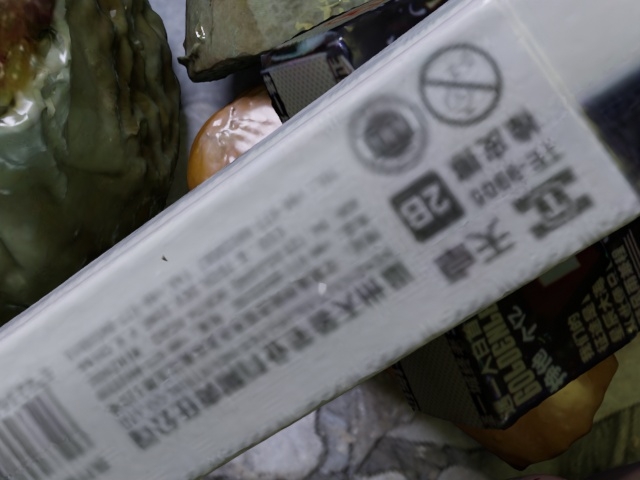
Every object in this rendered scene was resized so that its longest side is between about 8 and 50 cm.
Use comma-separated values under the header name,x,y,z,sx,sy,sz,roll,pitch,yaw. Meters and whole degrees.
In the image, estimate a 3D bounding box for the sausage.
name,x,y,z,sx,sy,sz,roll,pitch,yaw
sausage,0.044,0.016,0.719,0.270,0.109,0.109,40,73,-9

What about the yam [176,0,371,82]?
name,x,y,z,sx,sy,sz,roll,pitch,yaw
yam,0.000,-0.237,0.720,0.168,0.168,0.304,1,86,-15

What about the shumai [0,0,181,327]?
name,x,y,z,sx,sy,sz,roll,pitch,yaw
shumai,-0.164,-0.078,0.633,0.189,0.218,0.255,12,77,-3

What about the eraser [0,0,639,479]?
name,x,y,z,sx,sy,sz,roll,pitch,yaw
eraser,0.000,0.000,0.510,0.404,0.096,0.098,-33,98,18

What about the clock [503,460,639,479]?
name,x,y,z,sx,sy,sz,roll,pitch,yaw
clock,0.218,0.273,0.700,0.296,0.113,0.322,-7,75,-23

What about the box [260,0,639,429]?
name,x,y,z,sx,sy,sz,roll,pitch,yaw
box,0.144,-0.068,0.652,0.310,0.084,0.198,-30,104,-25
